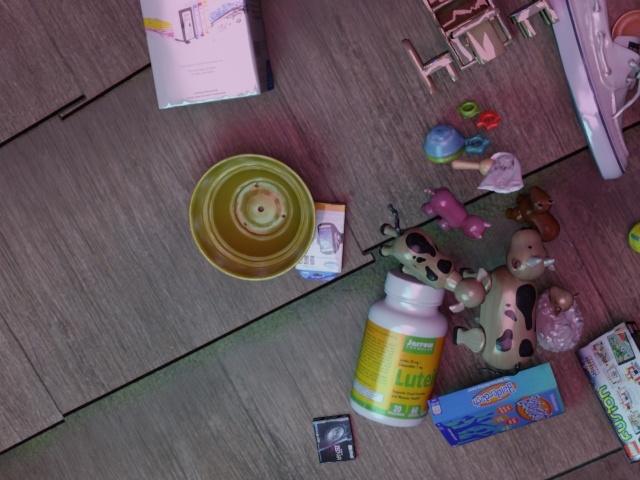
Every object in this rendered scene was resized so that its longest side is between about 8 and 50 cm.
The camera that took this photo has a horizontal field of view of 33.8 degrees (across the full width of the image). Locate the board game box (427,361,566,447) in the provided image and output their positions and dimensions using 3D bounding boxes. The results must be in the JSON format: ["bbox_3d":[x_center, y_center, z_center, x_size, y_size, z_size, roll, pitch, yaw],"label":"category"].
[{"bbox_3d":[0.301,0.281,1.781,0.210,0.160,0.047,-20,60,10],"label":"board game box"}]

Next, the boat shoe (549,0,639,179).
[{"bbox_3d":[0.463,-0.287,1.667,0.157,0.136,0.367,-16,90,14],"label":"boat shoe"}]

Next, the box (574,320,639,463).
[{"bbox_3d":[0.515,0.249,1.740,0.114,0.036,0.207,-41,61,38],"label":"box"}]

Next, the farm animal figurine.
[{"bbox_3d":[0.277,0.063,1.660,0.330,0.172,0.326,-17,104,-23],"label":"farm animal figurine"}]

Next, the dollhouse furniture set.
[{"bbox_3d":[0.223,-0.352,1.619,0.212,0.242,0.161,-29,97,10],"label":"dollhouse furniture set"}]

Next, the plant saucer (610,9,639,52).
[{"bbox_3d":[0.515,-0.333,1.709,0.084,0.013,0.083,1,102,6],"label":"plant saucer"}]

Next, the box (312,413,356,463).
[{"bbox_3d":[0.025,0.357,1.891,0.067,0.018,0.083,-7,100,8],"label":"box"}]

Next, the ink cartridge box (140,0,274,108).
[{"bbox_3d":[-0.184,-0.342,1.698,0.168,0.171,0.232,-8,100,7],"label":"ink cartridge box"}]

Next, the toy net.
[{"bbox_3d":[0.263,-0.138,1.687,0.122,0.232,0.045,-33,135,-8],"label":"toy net"}]

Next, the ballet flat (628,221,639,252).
[{"bbox_3d":[0.624,0.022,1.735,0.231,0.077,0.077,14,101,3],"label":"ballet flat"}]

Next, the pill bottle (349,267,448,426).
[{"bbox_3d":[0.138,0.178,1.784,0.136,0.136,0.245,12,102,3],"label":"pill bottle"}]

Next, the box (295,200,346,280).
[{"bbox_3d":[0.000,0.000,1.821,0.081,0.028,0.136,5,104,5],"label":"box"}]

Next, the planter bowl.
[{"bbox_3d":[-0.108,-0.046,1.788,0.217,0.090,0.217,2,102,8],"label":"planter bowl"}]
